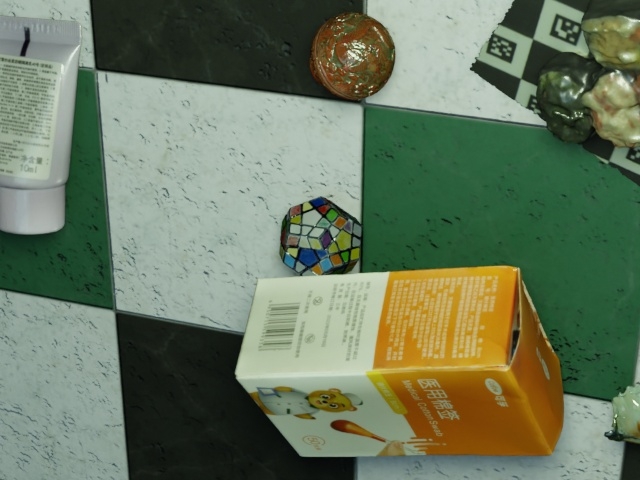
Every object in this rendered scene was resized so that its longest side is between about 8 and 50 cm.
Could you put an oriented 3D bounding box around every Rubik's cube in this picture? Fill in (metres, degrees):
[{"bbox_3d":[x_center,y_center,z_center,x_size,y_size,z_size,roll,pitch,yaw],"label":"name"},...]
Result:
[{"bbox_3d":[0.000,0.000,1.589,0.111,0.111,0.093,1,142,20],"label":"Rubik's cube"}]

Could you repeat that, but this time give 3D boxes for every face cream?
[{"bbox_3d":[-0.376,-0.149,1.665,0.154,0.096,0.274,9,106,19],"label":"face cream"}]

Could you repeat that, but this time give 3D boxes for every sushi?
[{"bbox_3d":[0.331,-0.150,1.326,0.339,0.069,0.320,35,148,-1],"label":"sushi"}]

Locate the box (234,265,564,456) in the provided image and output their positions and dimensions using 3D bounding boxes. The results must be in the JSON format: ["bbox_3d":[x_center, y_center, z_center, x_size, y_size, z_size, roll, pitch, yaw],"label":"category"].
[{"bbox_3d":[0.101,0.151,1.553,0.341,0.143,0.225,-3,145,23],"label":"box"}]

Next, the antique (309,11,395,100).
[{"bbox_3d":[0.038,-0.208,1.461,0.104,0.104,0.104,9,119,16],"label":"antique"}]

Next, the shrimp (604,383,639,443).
[{"bbox_3d":[0.456,0.141,1.507,0.185,0.068,0.287,18,119,9],"label":"shrimp"}]
